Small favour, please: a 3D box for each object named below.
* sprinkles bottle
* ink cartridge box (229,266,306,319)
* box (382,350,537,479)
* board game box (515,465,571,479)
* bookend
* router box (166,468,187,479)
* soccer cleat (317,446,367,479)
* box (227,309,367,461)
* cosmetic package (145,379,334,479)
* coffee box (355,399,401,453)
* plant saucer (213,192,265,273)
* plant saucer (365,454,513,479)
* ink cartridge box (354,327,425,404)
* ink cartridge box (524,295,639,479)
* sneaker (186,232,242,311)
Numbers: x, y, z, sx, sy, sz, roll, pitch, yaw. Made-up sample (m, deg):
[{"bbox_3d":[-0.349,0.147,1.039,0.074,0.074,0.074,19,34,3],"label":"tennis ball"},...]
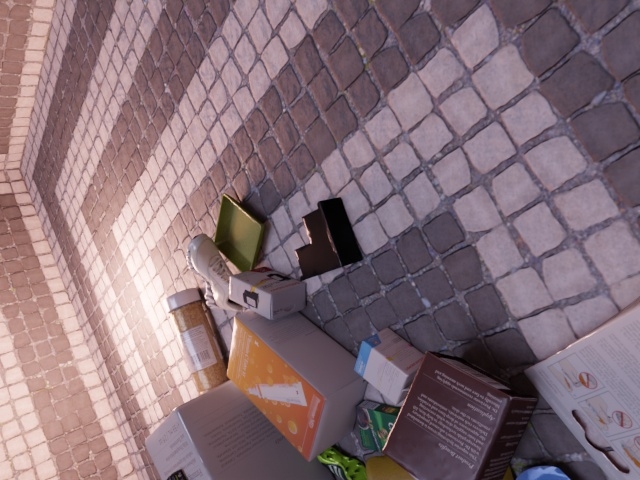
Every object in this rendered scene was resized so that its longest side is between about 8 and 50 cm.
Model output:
[{"bbox_3d":[-0.417,0.344,1.638,0.121,0.121,0.356,-31,79,46],"label":"sprinkles bottle"},{"bbox_3d":[-0.140,0.137,1.291,0.175,0.127,0.073,17,111,41],"label":"ink cartridge box"},{"bbox_3d":[0.252,0.331,0.865,0.168,0.167,0.203,24,90,40],"label":"box"},{"bbox_3d":[0.433,0.482,0.866,0.168,0.033,0.133,44,120,24],"label":"board game box"},{"bbox_3d":[0.000,0.000,1.147,0.157,0.072,0.156,-25,83,47],"label":"bookend"},{"bbox_3d":[-0.370,0.682,1.275,0.122,0.038,0.092,53,133,20],"label":"router box"},{"bbox_3d":[0.066,0.605,1.277,0.178,0.060,0.072,19,138,38],"label":"soccer cleat"},{"bbox_3d":[-0.069,0.344,1.248,0.345,0.168,0.215,32,123,35],"label":"box"},{"bbox_3d":[-0.242,0.637,1.397,0.394,0.327,0.329,57,134,16],"label":"cosmetic package"},{"bbox_3d":[0.168,0.447,1.128,0.184,0.040,0.113,-3,100,46],"label":"coffee box"},{"bbox_3d":[-0.228,-0.017,1.395,0.188,0.045,0.189,39,127,31],"label":"plant saucer"},{"bbox_3d":[0.244,0.601,0.963,0.332,0.081,0.333,-24,68,32],"label":"plant saucer"},{"bbox_3d":[0.162,0.277,1.048,0.143,0.092,0.090,35,125,35],"label":"ink cartridge box"},{"bbox_3d":[0.529,0.238,0.696,0.308,0.091,0.385,54,150,20],"label":"ink cartridge box"},{"bbox_3d":[-0.303,0.100,1.433,0.118,0.110,0.292,16,139,32],"label":"sneaker"}]
